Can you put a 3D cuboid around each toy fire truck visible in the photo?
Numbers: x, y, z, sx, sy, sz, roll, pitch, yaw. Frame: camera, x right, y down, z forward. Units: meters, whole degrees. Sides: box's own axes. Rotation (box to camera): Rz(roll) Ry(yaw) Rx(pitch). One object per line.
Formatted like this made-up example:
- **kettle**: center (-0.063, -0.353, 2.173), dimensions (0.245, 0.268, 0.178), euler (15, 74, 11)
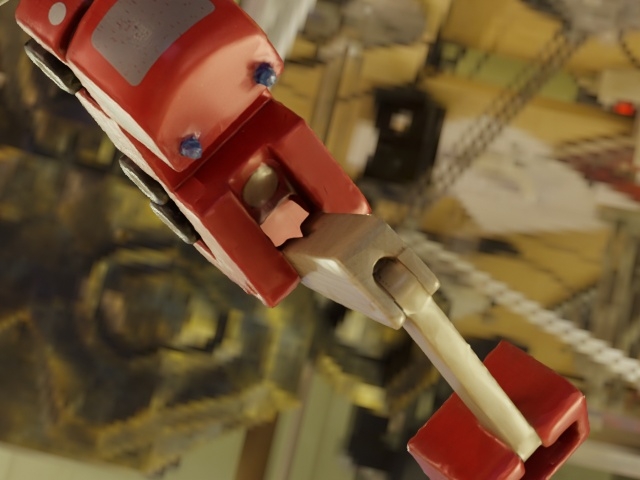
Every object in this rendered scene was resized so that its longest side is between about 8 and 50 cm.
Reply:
- **toy fire truck**: center (0.000, 0.000, 0.578), dimensions (0.135, 0.047, 0.192), euler (38, 170, 35)

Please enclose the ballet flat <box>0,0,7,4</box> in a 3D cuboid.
- **ballet flat**: center (-0.101, -0.139, 0.683), dimensions (0.077, 0.221, 0.079), euler (45, -172, 29)
